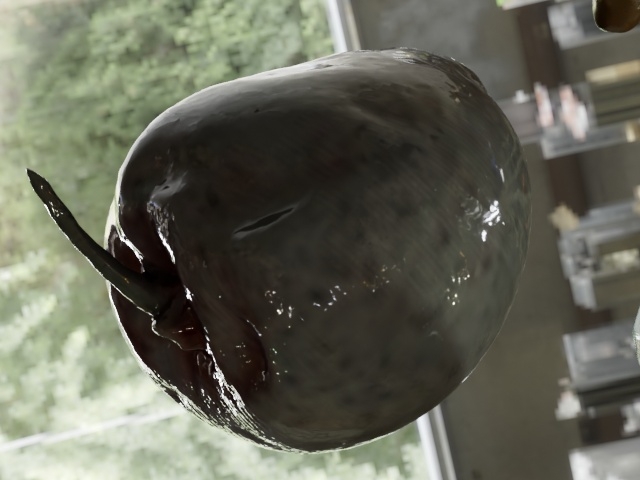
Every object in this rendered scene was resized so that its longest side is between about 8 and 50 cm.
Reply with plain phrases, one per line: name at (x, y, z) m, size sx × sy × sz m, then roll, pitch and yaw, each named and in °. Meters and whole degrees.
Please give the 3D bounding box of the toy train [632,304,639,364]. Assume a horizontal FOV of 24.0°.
toy train at (0.163, 0.002, 0.596) m, size 0.043 × 0.047 × 0.207 m, roll -28°, pitch -169°, yaw 34°

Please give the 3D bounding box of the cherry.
cherry at (0.004, -0.001, 1.099) m, size 0.334 × 0.291 × 0.326 m, roll -29°, pitch -174°, yaw -3°

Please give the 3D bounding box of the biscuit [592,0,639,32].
biscuit at (0.207, -0.256, 0.945) m, size 0.047 × 0.164 × 0.208 m, roll 9°, pitch -122°, yaw 29°
